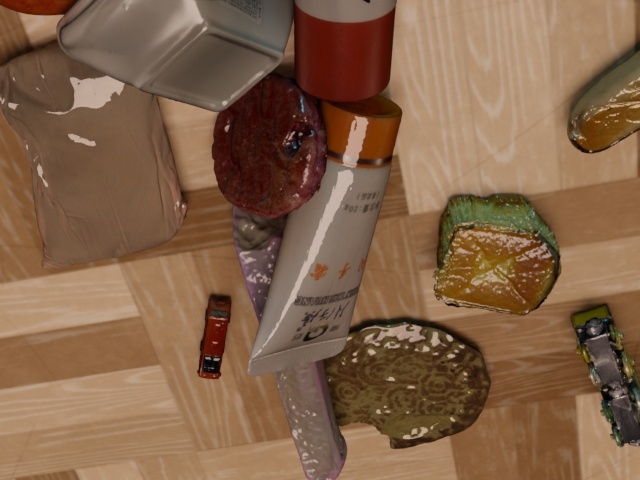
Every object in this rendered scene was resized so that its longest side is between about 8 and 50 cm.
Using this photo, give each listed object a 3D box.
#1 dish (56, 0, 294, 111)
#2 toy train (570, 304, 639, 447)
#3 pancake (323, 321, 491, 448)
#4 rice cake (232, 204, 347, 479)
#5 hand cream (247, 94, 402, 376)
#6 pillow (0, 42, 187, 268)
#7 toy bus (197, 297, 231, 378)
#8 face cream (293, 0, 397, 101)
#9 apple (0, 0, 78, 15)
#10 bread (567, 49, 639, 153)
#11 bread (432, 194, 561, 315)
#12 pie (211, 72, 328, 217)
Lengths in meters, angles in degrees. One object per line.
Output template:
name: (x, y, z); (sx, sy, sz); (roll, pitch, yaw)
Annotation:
dish: (-0.122, -0.177, 0.995); (0.154, 0.064, 0.234); (-37, 157, 25)
toy train: (0.355, 0.164, 1.357); (0.060, 0.081, 0.202); (-20, 120, 13)
pancake: (0.099, 0.182, 1.393); (0.235, 0.029, 0.212); (31, 122, -24)
rice cake: (-0.029, 0.130, 1.301); (0.064, 0.070, 0.399); (-10, 123, 6)
hand cream: (0.000, 0.000, 1.162); (0.140, 0.089, 0.314); (-12, 127, -39)
pillow: (-0.236, -0.089, 1.142); (0.173, 0.067, 0.270); (-11, 129, 0)
toy bus: (-0.125, 0.117, 1.325); (0.031, 0.043, 0.110); (6, 128, -7)
face cream: (0.023, -0.239, 1.008); (0.096, 0.096, 0.214); (0, 129, -2)
apple: (-0.229, -0.270, 0.955); (0.163, 0.139, 0.163); (1, 115, 1)
bread: (0.334, -0.162, 1.107); (0.073, 0.053, 0.214); (39, 121, -23)
bread: (0.195, 0.014, 1.234); (0.140, 0.069, 0.128); (6, 128, -2)
pie: (-0.051, -0.093, 1.108); (0.038, 0.153, 0.153); (-4, 138, -43)
